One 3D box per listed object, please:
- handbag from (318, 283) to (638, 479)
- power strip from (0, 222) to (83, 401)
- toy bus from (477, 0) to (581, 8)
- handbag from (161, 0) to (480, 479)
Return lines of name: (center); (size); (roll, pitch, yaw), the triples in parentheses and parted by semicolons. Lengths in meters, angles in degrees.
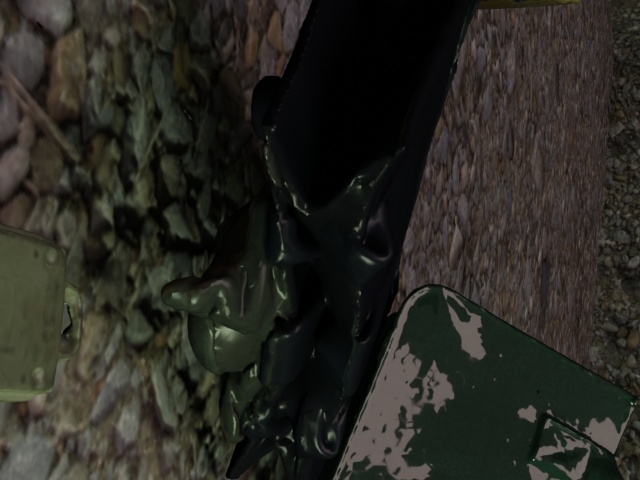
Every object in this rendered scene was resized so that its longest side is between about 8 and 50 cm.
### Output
handbag: (0.104, 0.217, 0.760); (0.326, 0.238, 0.089); (-63, -172, -27)
power strip: (-0.183, 0.016, 0.346); (0.272, 0.052, 0.078); (25, 67, -67)
toy bus: (0.162, -0.294, 0.901); (0.157, 0.139, 0.289); (-61, -160, 4)
handbag: (0.000, 0.000, 0.614); (0.269, 0.118, 0.325); (-66, 170, -45)
